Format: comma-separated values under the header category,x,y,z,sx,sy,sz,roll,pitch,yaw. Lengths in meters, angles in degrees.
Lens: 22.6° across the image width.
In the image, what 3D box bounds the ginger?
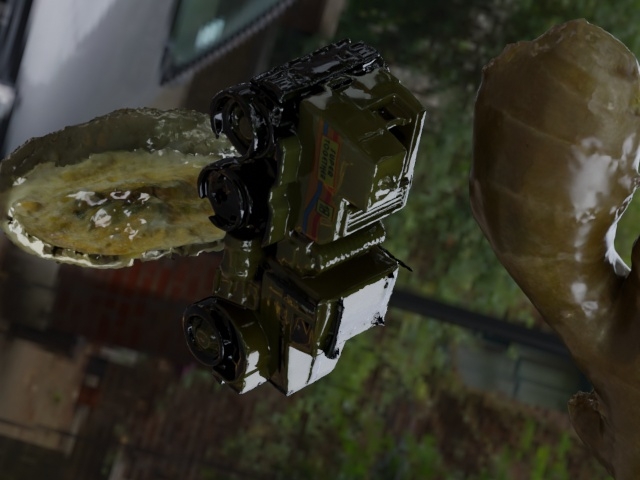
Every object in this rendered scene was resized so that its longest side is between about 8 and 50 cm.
category,x,y,z,sx,sy,sz,roll,pitch,yaw
ginger,0.216,0.062,1.041,0.122,0.363,0.348,-56,174,-37

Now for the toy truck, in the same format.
category,x,y,z,sx,sy,sz,roll,pitch,yaw
toy truck,-0.003,-0.001,1.081,0.127,0.127,0.257,-26,145,-38

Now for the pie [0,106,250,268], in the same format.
category,x,y,z,sx,sy,sz,roll,pitch,yaw
pie,-0.163,-0.039,1.439,0.274,0.274,0.055,111,-27,-64
